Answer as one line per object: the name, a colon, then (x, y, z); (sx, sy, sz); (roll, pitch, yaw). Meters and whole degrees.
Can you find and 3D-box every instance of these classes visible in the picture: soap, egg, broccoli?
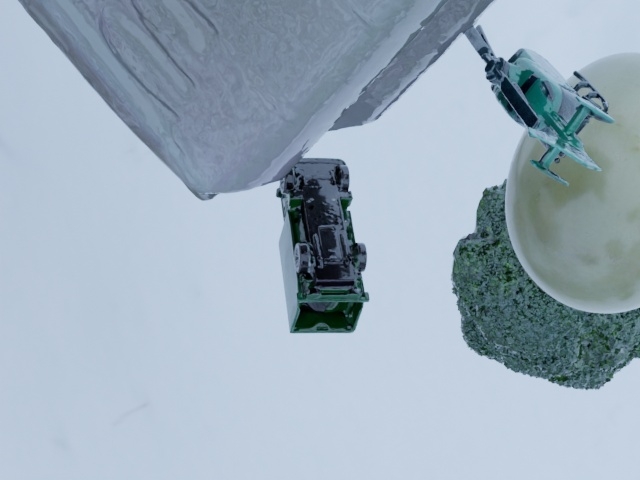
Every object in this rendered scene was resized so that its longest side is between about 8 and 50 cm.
soap: (-0.031, -0.265, 1.024); (0.350, 0.213, 0.435); (54, 141, 2)
egg: (0.268, -0.055, 1.305); (0.189, 0.253, 0.188); (18, 159, 7)
broccoli: (0.317, 0.040, 1.796); (0.308, 0.275, 0.307); (7, 107, 22)

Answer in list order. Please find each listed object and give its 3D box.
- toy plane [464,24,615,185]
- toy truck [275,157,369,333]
toy plane: (0.164, -0.100, 1.052); (0.060, 0.096, 0.235); (-49, 24, 16)
toy truck: (0.000, 0.000, 1.255); (0.079, 0.065, 0.147); (108, 158, -53)
